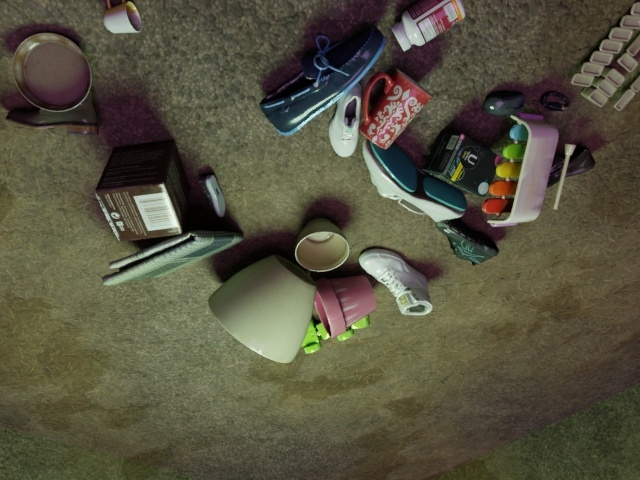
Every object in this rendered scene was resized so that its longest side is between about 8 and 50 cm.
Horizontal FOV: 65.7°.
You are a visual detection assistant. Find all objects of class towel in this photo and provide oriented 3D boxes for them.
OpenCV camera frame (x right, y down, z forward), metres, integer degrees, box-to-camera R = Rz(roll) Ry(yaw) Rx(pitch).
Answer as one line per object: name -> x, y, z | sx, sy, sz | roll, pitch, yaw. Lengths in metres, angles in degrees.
towel -> -0.418, 0.039, 1.430 | 0.325, 0.312, 0.056 | -24, 85, 14

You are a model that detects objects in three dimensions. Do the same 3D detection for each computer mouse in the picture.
computer mouse -> 0.550, -0.358, 1.312 | 0.242, 0.041, 0.071 | -3, 131, -6

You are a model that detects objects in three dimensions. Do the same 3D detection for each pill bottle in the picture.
pill bottle -> 0.239, -0.498, 1.117 | 0.152, 0.086, 0.086 | -28, 129, 18

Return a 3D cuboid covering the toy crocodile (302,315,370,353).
toy crocodile -> 0.017, 0.324, 1.823 | 0.341, 0.105, 0.115 | -23, 89, 14

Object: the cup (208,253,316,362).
cup -> -0.149, 0.184, 1.563 | 0.331, 0.331, 0.236 | 33, 96, -31

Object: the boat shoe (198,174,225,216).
boat shoe -> -0.307, -0.128, 1.411 | 0.040, 0.049, 0.142 | 3, 132, 15

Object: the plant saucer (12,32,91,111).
plant saucer -> -0.602, -0.378, 1.120 | 0.169, 0.029, 0.168 | -2, 106, -7

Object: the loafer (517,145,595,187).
loafer -> 0.677, -0.217, 1.440 | 0.220, 0.080, 0.078 | -22, 121, 6

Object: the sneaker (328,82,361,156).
sneaker -> 0.068, -0.295, 1.271 | 0.080, 0.094, 0.212 | -3, 132, -6

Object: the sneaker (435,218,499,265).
sneaker -> 0.457, 0.010, 1.591 | 0.268, 0.101, 0.106 | 27, 126, -27

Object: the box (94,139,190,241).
box -> -0.448, -0.129, 1.281 | 0.167, 0.203, 0.168 | -8, 131, 0

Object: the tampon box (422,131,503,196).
tampon box -> 0.389, -0.208, 1.357 | 0.161, 0.101, 0.120 | 22, 96, -24

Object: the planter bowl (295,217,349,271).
planter bowl -> 0.000, 0.000, 1.517 | 0.162, 0.109, 0.162 | -4, 133, -4

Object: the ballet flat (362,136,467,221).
ballet flat -> 0.245, -0.152, 1.414 | 0.401, 0.139, 0.139 | 26, 124, -28

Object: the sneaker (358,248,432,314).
sneaker -> 0.260, 0.145, 1.642 | 0.293, 0.169, 0.108 | 26, 126, -25

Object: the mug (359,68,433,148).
mug -> 0.167, -0.332, 1.231 | 0.150, 0.113, 0.169 | 34, 114, -6

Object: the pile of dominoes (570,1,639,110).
pile of dominoes -> 0.773, -0.469, 1.260 | 0.196, 0.040, 0.251 | 22, 117, -24

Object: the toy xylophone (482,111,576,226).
toy xylophone -> 0.572, -0.180, 1.353 | 0.237, 0.081, 0.322 | 5, 106, -33

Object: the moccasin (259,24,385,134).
moccasin -> -0.006, -0.381, 1.159 | 0.342, 0.137, 0.117 | -38, 121, 23

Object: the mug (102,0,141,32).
mug -> -0.432, -0.485, 1.073 | 0.064, 0.078, 0.062 | -7, 165, 11

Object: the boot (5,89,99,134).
boot -> -0.643, -0.320, 1.193 | 0.220, 0.082, 0.106 | 7, 106, -3

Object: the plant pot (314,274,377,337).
plant pot -> 0.083, 0.205, 1.670 | 0.180, 0.201, 0.201 | -19, 133, -10
